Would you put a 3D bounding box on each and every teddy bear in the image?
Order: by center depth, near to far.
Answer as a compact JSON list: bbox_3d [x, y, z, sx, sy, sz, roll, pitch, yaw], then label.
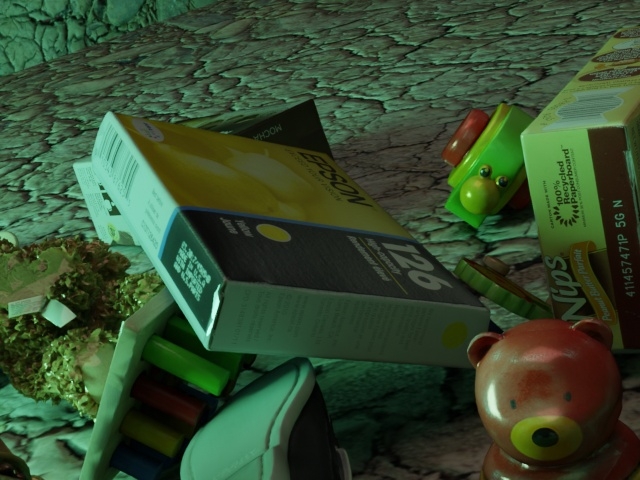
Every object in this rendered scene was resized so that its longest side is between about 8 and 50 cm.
[{"bbox_3d":[-0.269,0.078,1.172,0.338,0.113,0.245,5,45,10],"label":"teddy bear"}]

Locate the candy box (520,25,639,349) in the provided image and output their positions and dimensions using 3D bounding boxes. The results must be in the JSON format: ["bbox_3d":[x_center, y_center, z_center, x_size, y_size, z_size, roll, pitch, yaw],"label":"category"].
[{"bbox_3d":[0.267,-0.058,1.055,0.087,0.183,0.316,-2,22,29],"label":"candy box"}]

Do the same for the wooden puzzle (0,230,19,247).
[{"bbox_3d":[-0.498,0.070,1.508,0.221,0.044,0.239,-9,24,12],"label":"wooden puzzle"}]

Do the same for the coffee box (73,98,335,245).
[{"bbox_3d":[-0.139,-0.076,1.500,0.168,0.119,0.297,-29,17,-36],"label":"coffee box"}]

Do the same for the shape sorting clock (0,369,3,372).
[{"bbox_3d":[-0.265,0.084,1.301,0.206,0.040,0.206,-12,20,4],"label":"shape sorting clock"}]

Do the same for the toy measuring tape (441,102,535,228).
[{"bbox_3d":[0.209,-0.114,1.406,0.121,0.121,0.330,-7,21,19],"label":"toy measuring tape"}]

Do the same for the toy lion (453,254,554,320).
[{"bbox_3d":[0.155,0.045,1.021,0.100,0.034,0.096,33,8,9],"label":"toy lion"}]

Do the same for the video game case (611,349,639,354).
[{"bbox_3d":[0.309,0.044,1.054,0.173,0.022,0.190,-5,20,26],"label":"video game case"}]

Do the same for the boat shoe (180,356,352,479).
[{"bbox_3d":[-0.032,0.169,0.842,0.114,0.091,0.302,-35,10,15],"label":"boat shoe"}]

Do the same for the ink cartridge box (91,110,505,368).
[{"bbox_3d":[0.000,0.000,1.024,0.307,0.072,0.303,6,23,-30],"label":"ink cartridge box"}]

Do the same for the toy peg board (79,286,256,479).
[{"bbox_3d":[-0.103,0.115,0.982,0.079,0.161,0.161,24,26,11],"label":"toy peg board"}]

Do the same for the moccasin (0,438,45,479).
[{"bbox_3d":[-0.240,0.183,0.797,0.380,0.139,0.147,-10,26,39],"label":"moccasin"}]

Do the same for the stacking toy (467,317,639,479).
[{"bbox_3d":[0.243,0.119,0.727,0.308,0.130,0.279,-13,19,4],"label":"stacking toy"}]
